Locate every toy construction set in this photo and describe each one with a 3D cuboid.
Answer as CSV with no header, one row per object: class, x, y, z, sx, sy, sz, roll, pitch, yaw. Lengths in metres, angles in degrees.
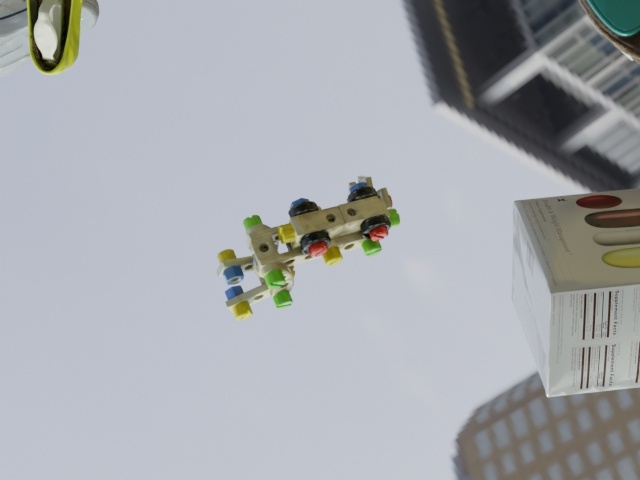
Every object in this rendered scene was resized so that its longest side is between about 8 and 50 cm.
toy construction set,0.000,0.000,2.170,0.328,0.215,0.151,-29,-108,-25

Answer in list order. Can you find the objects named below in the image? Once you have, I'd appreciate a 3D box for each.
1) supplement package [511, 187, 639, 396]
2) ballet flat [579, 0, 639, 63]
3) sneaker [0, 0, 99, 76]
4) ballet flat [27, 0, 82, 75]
supplement package,0.336,0.053,1.558,0.194,0.203,0.149,-100,5,-57
ballet flat,0.430,-0.248,1.708,0.342,0.116,0.124,49,176,33
sneaker,-0.418,-0.296,1.876,0.094,0.258,0.091,54,-159,-56
ballet flat,-0.324,-0.307,1.667,0.077,0.230,0.077,9,-152,5
